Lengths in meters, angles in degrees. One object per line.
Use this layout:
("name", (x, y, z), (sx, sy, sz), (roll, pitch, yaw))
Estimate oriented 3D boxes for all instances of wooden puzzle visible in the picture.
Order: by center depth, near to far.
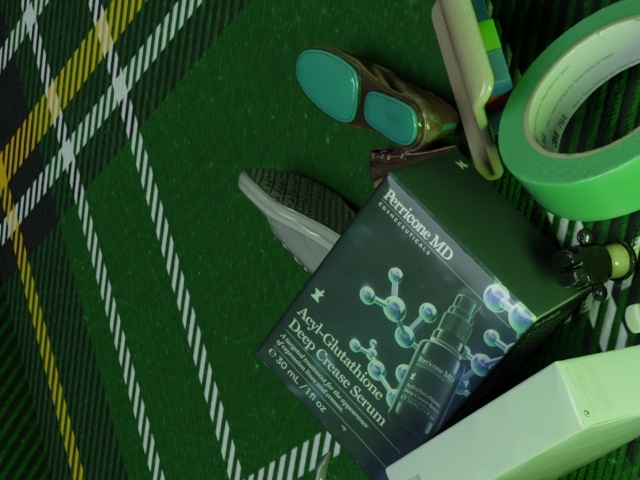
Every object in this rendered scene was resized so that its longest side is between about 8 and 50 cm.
("wooden puzzle", (0.219, -0.286, 1.872), (0.348, 0.080, 0.322), (62, -167, -72))

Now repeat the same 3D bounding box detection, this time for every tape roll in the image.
("tape roll", (0.378, -0.173, 1.646), (0.321, 0.077, 0.321), (-31, 33, 23))

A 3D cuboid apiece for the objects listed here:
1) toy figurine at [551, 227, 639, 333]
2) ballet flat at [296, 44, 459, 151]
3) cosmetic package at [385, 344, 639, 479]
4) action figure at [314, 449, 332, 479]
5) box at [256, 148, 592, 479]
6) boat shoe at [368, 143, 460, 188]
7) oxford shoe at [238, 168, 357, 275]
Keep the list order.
("toy figurine", (0.432, 0.005, 1.697), (0.209, 0.148, 0.213), (36, 118, 38))
("ballet flat", (0.100, -0.234, 2.112), (0.342, 0.124, 0.116), (31, 122, 48))
("cosmetic package", (0.308, 0.257, 1.758), (0.377, 0.284, 0.097), (-42, 60, 45))
("action figure", (0.121, 0.467, 2.037), (0.178, 0.330, 0.341), (-56, 15, -12))
("box", (0.147, 0.117, 1.917), (0.293, 0.212, 0.395), (46, 122, 17))
("boat shoe", (0.145, -0.134, 2.104), (0.207, 0.073, 0.073), (-12, 86, 52))
("oxford shoe", (0.000, 0.000, 2.239), (0.449, 0.169, 0.130), (37, 123, 39))
